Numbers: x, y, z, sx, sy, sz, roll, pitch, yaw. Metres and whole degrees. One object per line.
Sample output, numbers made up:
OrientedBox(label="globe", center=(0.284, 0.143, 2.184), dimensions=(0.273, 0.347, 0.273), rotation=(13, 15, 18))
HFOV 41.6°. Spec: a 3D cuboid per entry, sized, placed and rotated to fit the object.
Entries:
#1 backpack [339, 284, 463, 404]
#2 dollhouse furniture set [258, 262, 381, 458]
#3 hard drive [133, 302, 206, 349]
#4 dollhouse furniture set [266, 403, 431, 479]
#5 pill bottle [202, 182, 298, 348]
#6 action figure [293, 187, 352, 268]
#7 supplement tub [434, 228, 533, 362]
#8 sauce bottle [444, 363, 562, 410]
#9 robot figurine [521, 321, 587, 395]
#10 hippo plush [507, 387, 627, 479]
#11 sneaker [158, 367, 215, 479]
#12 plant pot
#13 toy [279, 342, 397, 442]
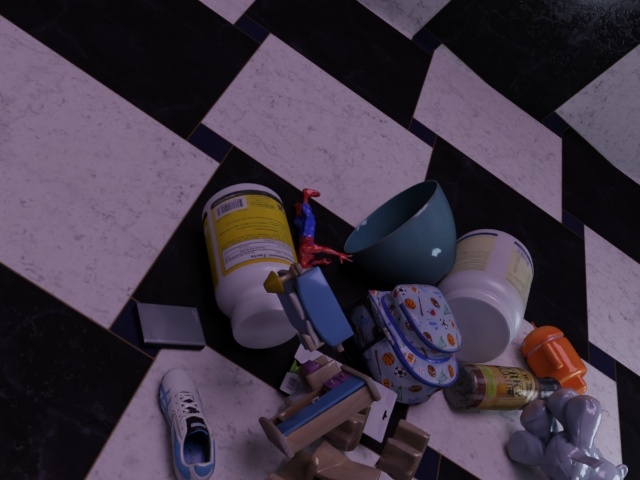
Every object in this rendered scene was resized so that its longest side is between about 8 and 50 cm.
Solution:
OrientedBox(label="backpack", center=(0.202, 0.234, 1.921), dimensions=(0.276, 0.213, 0.263), rotation=(1, 62, -45))
OrientedBox(label="dollhouse furniture set", center=(-0.074, 0.194, 1.559), dimensions=(0.198, 0.286, 0.303), rotation=(-29, 101, -16))
OrientedBox(label="hard drive", center=(-0.300, 0.172, 1.677), dimensions=(0.135, 0.022, 0.094), rotation=(9, 46, -36))
OrientedBox(label="dollhouse furniture set", center=(0.094, 0.538, 1.536), dimensions=(0.394, 0.256, 0.362), rotation=(25, 32, 16))
OrientedBox(label="pill bottle", center=(-0.142, 0.055, 1.804), dimensions=(0.188, 0.188, 0.334), rotation=(14, 44, -32))
OrientedBox(label="action figure", center=(0.000, 0.000, 2.070), dimensions=(0.139, 0.091, 0.280), rotation=(19, 40, -13))
OrientedBox(label="supplement tub", center=(0.414, 0.140, 2.171), dimensions=(0.235, 0.235, 0.325), rotation=(38, 36, -3))
OrientedBox(label="sauce bottle", center=(0.462, 0.365, 2.083), dimensions=(0.344, 0.111, 0.111), rotation=(8, 46, -37))
OrientedBox(label="robot figurine", center=(0.626, 0.323, 2.263), dimensions=(0.158, 0.128, 0.219), rotation=(-4, 55, -41))
OrientedBox(label="hippo plush", center=(0.618, 0.497, 1.961), dimensions=(0.236, 0.234, 0.294), rotation=(36, 0, -26))
OrientedBox(label="sneaker", center=(-0.234, 0.327, 1.518), dimensions=(0.085, 0.086, 0.237), rotation=(9, 44, -34))
OrientedBox(label="plant pot", center=(0.232, 0.011, 2.139), dimensions=(0.195, 0.290, 0.290), rotation=(52, 33, -13))
OrientedBox(label="toy", center=(0.034, 0.328, 1.781), dimensions=(0.237, 0.056, 0.137), rotation=(31, 44, -4))
